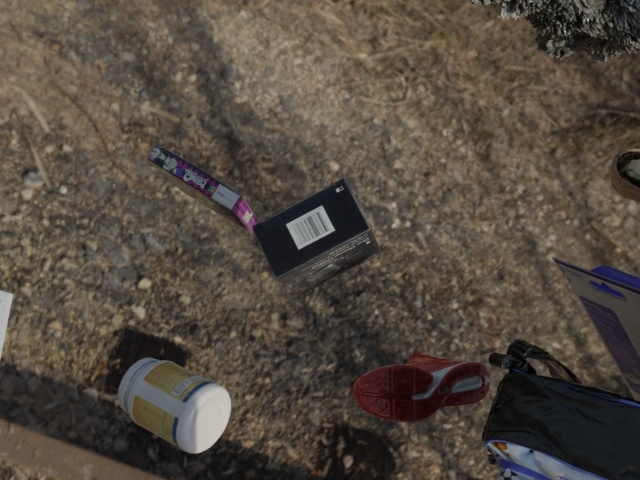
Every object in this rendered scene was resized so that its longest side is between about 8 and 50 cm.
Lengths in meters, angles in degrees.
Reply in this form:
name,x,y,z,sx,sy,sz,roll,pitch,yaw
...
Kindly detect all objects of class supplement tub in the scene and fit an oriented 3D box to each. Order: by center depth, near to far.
name,x,y,z,sx,sy,sz,roll,pitch,yaw
supplement tub,-0.299,0.330,1.396,0.200,0.144,0.144,18,35,30

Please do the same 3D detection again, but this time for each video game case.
name,x,y,z,sx,sy,sz,roll,pitch,yaw
video game case,-0.242,-0.104,1.470,0.210,0.232,0.042,31,82,10

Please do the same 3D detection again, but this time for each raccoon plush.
name,x,y,z,sx,sy,sz,roll,pitch,yaw
raccoon plush,0.420,-0.376,0.937,0.446,0.216,0.299,13,10,39

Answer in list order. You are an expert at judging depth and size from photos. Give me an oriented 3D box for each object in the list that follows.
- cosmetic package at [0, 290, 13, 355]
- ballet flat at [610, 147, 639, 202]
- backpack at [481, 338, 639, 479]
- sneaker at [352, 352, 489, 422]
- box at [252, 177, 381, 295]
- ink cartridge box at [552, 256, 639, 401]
name,x,y,z,sx,sy,sz,roll,pitch,yaw
cosmetic package,-0.659,0.220,1.046,0.284,0.097,0.377,26,47,-38
ballet flat,0.615,-0.077,1.116,0.316,0.107,0.106,26,-11,44
backpack,0.329,0.276,0.815,0.277,0.263,0.213,20,77,32
sneaker,0.135,0.222,1.053,0.221,0.128,0.087,3,86,-21
box,0.000,0.000,1.051,0.156,0.158,0.093,-28,73,4
ink cartridge box,0.429,0.139,0.856,0.065,0.165,0.332,-41,116,-7
